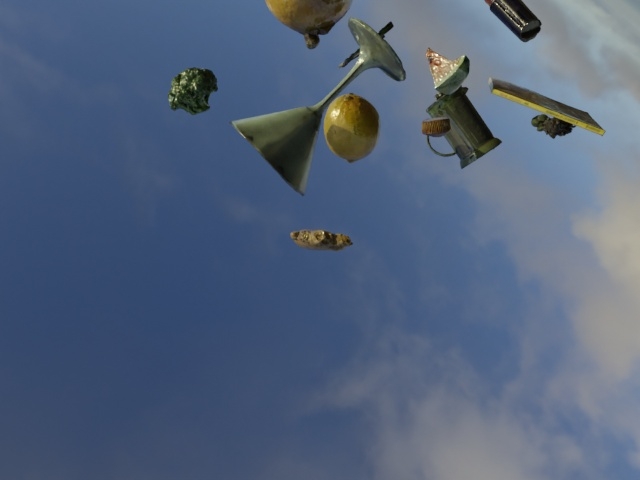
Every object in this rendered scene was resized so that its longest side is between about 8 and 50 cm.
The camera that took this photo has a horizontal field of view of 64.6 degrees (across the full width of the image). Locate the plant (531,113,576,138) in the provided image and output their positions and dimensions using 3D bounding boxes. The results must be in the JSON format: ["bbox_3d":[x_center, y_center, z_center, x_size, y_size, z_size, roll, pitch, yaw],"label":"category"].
[{"bbox_3d":[0.845,-0.424,1.857,0.085,0.087,0.174,-7,-155,-26],"label":"plant"}]

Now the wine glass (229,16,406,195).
[{"bbox_3d":[0.006,-0.342,1.293,0.267,0.406,0.267,47,-176,-4],"label":"wine glass"}]

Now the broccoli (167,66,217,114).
[{"bbox_3d":[-0.449,-0.526,1.786,0.195,0.195,0.156,-42,-58,-54],"label":"broccoli"}]

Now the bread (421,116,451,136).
[{"bbox_3d":[0.330,-0.321,1.450,0.085,0.084,0.053,-34,-59,-53],"label":"bread"}]

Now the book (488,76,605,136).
[{"bbox_3d":[0.741,-0.455,1.691,0.373,0.028,0.263,23,-150,4],"label":"book"}]

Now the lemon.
[{"bbox_3d":[0.125,-0.450,2.017,0.235,0.263,0.236,6,-120,-10],"label":"lemon"}]

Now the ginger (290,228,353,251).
[{"bbox_3d":[-0.005,0.000,1.632,0.137,0.074,0.213,3,-174,-38],"label":"ginger"}]

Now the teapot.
[{"bbox_3d":[0.585,-0.488,2.202,0.337,0.270,0.200,57,-164,1],"label":"teapot"}]

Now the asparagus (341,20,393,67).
[{"bbox_3d":[0.166,-0.704,1.827,0.023,0.232,0.022,35,-153,-45],"label":"asparagus"}]

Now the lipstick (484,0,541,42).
[{"bbox_3d":[0.516,-0.736,1.506,0.077,0.077,0.419,7,-132,-37],"label":"lipstick"}]

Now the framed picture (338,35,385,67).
[{"bbox_3d":[0.177,-0.824,2.212,0.150,0.203,0.015,-39,-76,-23],"label":"framed picture"}]

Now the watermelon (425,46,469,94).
[{"bbox_3d":[0.394,-0.534,1.628,0.158,0.121,0.097,31,-169,35],"label":"watermelon"}]

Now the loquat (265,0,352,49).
[{"bbox_3d":[-0.037,-0.862,1.776,0.328,0.360,0.328,-4,-162,1],"label":"loquat"}]
